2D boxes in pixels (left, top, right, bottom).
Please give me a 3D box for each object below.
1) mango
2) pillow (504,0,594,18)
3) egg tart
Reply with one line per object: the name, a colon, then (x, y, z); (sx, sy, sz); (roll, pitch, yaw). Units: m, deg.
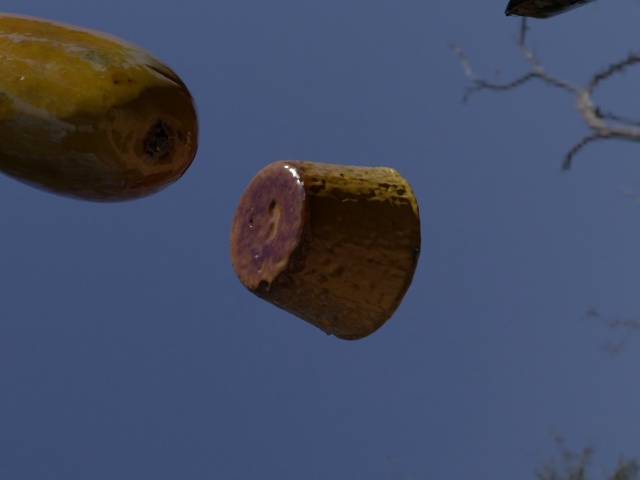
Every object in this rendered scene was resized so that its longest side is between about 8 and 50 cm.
mango: (-0.189, -0.094, 0.915); (0.138, 0.253, 0.113); (-11, -64, -64)
pillow: (0.242, -0.242, 1.244); (0.090, 0.150, 0.048); (14, -126, -68)
egg tart: (0.000, 0.000, 1.483); (0.147, 0.202, 0.202); (16, -95, -37)
